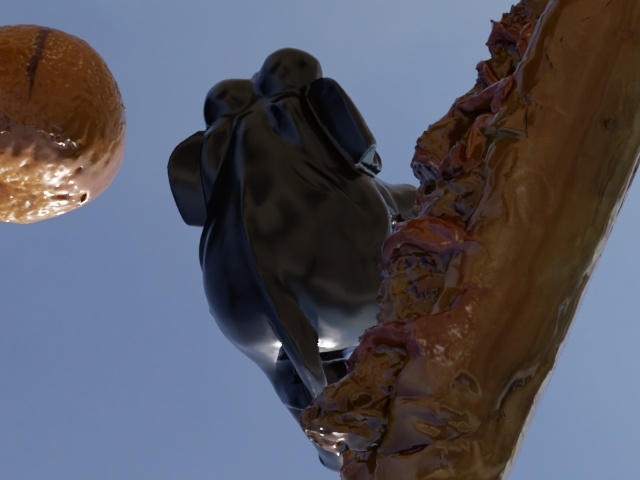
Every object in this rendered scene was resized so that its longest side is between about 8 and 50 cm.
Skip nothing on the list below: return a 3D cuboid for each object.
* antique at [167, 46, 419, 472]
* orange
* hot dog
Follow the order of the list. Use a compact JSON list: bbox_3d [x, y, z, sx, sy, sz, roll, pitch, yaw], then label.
[{"bbox_3d":[0.000,0.000,1.480,0.255,0.185,0.322,47,-151,-37],"label":"antique"},{"bbox_3d":[-0.266,-0.109,1.572,0.193,0.193,0.161,30,-132,-36],"label":"orange"},{"bbox_3d":[0.090,-0.002,0.915,0.117,0.349,0.158,22,165,9],"label":"hot dog"}]
